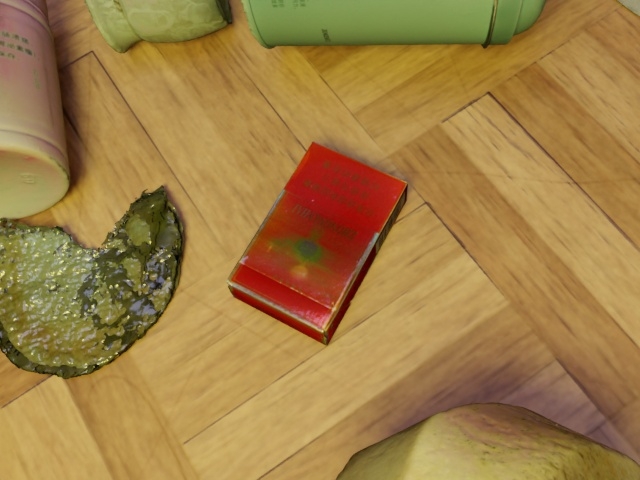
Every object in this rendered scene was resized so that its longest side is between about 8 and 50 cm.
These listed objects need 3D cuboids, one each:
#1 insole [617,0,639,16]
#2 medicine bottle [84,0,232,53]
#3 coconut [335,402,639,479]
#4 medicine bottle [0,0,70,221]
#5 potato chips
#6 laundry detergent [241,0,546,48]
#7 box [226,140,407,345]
[{"bbox_3d":[0.353,-0.289,0.795,0.197,0.004,0.065,33,75,18],"label":"insole"},{"bbox_3d":[-0.186,-0.294,0.781,0.143,0.147,0.147,-11,66,4],"label":"medicine bottle"},{"bbox_3d":[0.109,0.241,0.481,0.259,0.259,0.259,-2,67,6],"label":"coconut"},{"bbox_3d":[-0.358,-0.164,0.744,0.152,0.152,0.254,-15,66,0],"label":"medicine bottle"},{"bbox_3d":[-0.240,0.033,0.719,0.220,0.029,0.202,-28,68,-3],"label":"potato chips"},{"bbox_3d":[0.089,-0.337,0.693,0.305,0.287,0.287,1,67,7],"label":"laundry detergent"},{"bbox_3d":[0.000,0.001,0.689,0.112,0.048,0.175,27,72,15],"label":"box"}]
